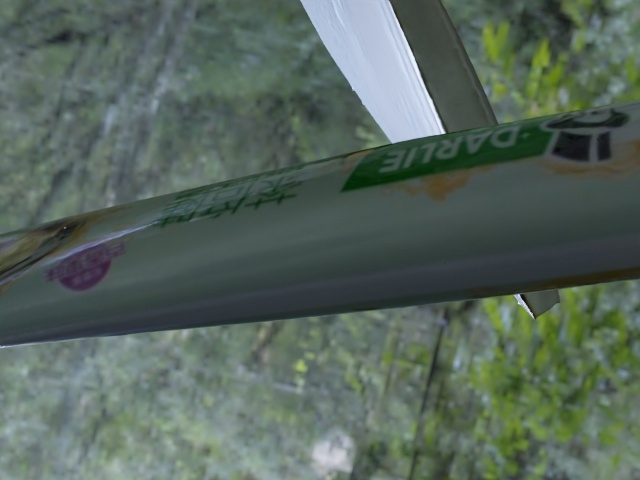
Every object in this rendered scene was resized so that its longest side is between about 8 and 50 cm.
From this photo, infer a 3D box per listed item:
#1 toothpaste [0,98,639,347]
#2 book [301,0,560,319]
[{"bbox_3d":[0.000,0.000,0.443,0.314,0.056,0.058,-8,159,13],"label":"toothpaste"},{"bbox_3d":[0.019,-0.148,0.907,0.032,0.269,0.389,-30,-144,-1],"label":"book"}]
